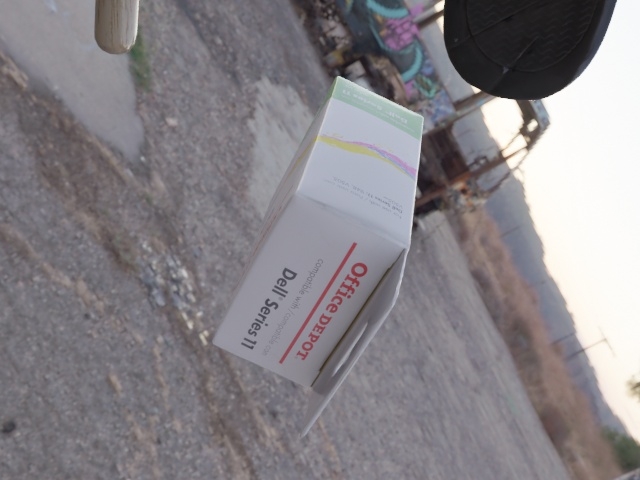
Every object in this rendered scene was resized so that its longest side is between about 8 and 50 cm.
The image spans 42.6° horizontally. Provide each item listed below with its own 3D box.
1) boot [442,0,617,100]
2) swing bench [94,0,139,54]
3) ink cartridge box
[{"bbox_3d":[0.177,-0.302,0.584,0.284,0.138,0.377,-63,166,-70],"label":"boot"},{"bbox_3d":[-0.071,-0.262,0.401,0.253,0.165,0.255,-118,-164,-55],"label":"swing bench"},{"bbox_3d":[0.000,0.000,0.842,0.119,0.207,0.353,26,33,-7],"label":"ink cartridge box"}]
